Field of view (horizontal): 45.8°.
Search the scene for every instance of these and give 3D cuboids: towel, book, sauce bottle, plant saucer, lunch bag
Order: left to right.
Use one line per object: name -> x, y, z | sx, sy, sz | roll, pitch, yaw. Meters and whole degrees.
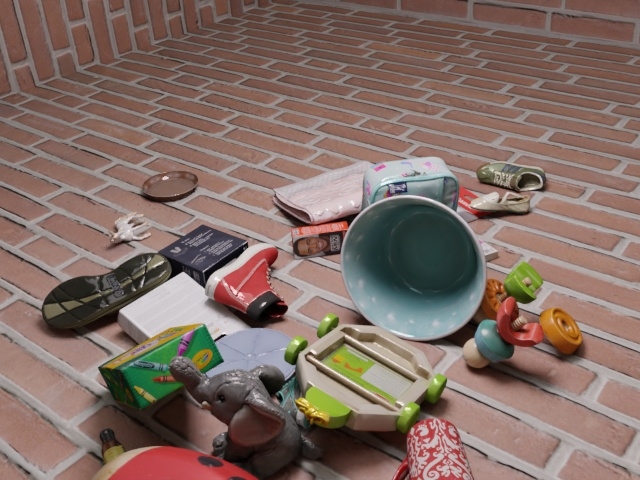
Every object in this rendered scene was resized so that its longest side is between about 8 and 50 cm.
sauce bottle -> -0.362, 0.381, 1.338 | 0.042, 0.042, 0.128 | -17, 35, -20
plant saucer -> -0.443, -0.159, 2.249 | 0.168, 0.029, 0.168 | -4, 31, 2
towel -> 0.065, -0.136, 2.063 | 0.332, 0.053, 0.317 | -19, 22, -19
lunch bag -> 0.210, -0.057, 1.761 | 0.224, 0.279, 0.108 | -6, 35, -7
book -> 0.354, 0.013, 1.869 | 0.096, 0.035, 0.144 | -16, 33, -25

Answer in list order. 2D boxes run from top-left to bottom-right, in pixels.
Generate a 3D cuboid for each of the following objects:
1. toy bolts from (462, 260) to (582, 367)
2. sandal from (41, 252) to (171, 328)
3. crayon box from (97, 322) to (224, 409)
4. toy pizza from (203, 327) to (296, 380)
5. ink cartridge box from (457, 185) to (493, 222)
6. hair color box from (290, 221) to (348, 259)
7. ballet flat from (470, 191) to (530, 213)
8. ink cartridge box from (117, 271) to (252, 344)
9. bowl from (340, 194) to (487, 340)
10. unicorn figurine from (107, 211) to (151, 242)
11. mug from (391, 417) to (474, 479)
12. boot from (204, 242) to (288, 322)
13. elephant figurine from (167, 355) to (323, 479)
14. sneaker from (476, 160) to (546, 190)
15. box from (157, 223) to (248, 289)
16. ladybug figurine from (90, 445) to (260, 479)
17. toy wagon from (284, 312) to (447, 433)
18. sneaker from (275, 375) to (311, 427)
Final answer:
toy bolts -> 0.387, 0.188, 1.529 | 0.218, 0.158, 0.228 | 49, 35, 4
sandal -> -0.479, 0.128, 1.725 | 0.303, 0.086, 0.120 | -21, 58, -11
crayon box -> -0.301, 0.229, 1.399 | 0.165, 0.081, 0.278 | -28, 4, -25
toy pizza -> -0.140, 0.248, 1.540 | 0.201, 0.032, 0.201 | -4, 30, 2
ink cartridge box -> 0.343, -0.104, 2.044 | 0.225, 0.056, 0.181 | -21, 35, -22
hair color box -> 0.000, 0.000, 1.893 | 0.141, 0.072, 0.043 | -8, 32, -4
ballet flat -> 0.473, -0.105, 1.997 | 0.168, 0.052, 0.057 | 2, 27, -15
ink cartridge box -> -0.296, 0.188, 1.660 | 0.232, 0.066, 0.189 | 38, 47, 21
bowl -> 0.214, 0.039, 1.618 | 0.312, 0.311, 0.163 | 9, 19, 21
unicorn figurine -> -0.515, -0.029, 2.026 | 0.111, 0.060, 0.162 | -16, 17, -18
mug -> 0.174, 0.376, 1.220 | 0.150, 0.113, 0.169 | -2, 28, 1
boot -> -0.124, 0.100, 1.736 | 0.176, 0.088, 0.244 | 25, 34, 18
elephant figurine -> -0.123, 0.285, 1.276 | 0.186, 0.239, 0.169 | -28, 38, -34
sneaker -> 0.536, -0.177, 2.124 | 0.192, 0.064, 0.086 | 4, 27, 7
box -> -0.277, 0.051, 1.822 | 0.158, 0.093, 0.156 | 20, 39, 32
ladybug figurine -> -0.186, 0.439, 1.105 | 0.449, 0.162, 0.305 | 18, 37, 32
toy wagon -> 0.062, 0.256, 1.384 | 0.267, 0.068, 0.344 | 27, 30, 23
sneaker -> -0.047, 0.285, 1.442 | 0.076, 0.065, 0.166 | -3, 29, 10
